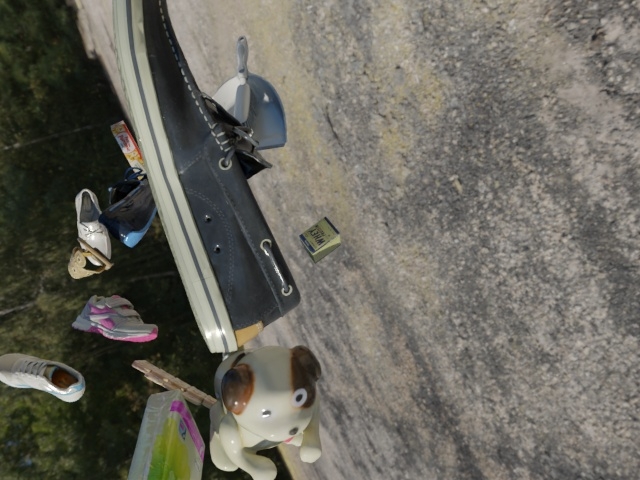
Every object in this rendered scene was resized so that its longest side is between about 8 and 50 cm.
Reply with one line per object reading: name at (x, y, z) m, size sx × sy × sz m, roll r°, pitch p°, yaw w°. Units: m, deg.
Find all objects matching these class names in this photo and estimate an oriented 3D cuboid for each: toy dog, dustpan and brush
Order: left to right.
dustpan and brush at (-0.132, -0.256, 0.861) m, size 0.060 × 0.147 × 0.211 m, roll 64°, pitch -158°, yaw -63°
toy dog at (-0.125, 0.380, 1.237) m, size 0.408 × 0.284 × 0.396 m, roll 128°, pitch 135°, yaw -64°

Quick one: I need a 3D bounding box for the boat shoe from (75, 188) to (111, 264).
boat shoe at (-0.817, -0.049, 1.778) m, size 0.096 × 0.098 × 0.277 m, roll -21°, pitch 85°, yaw 66°

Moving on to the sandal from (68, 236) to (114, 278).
sandal at (-0.535, 0.057, 1.147) m, size 0.088 × 0.079 × 0.240 m, roll 43°, pitch 164°, yaw -6°

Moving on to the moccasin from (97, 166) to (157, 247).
moccasin at (-0.466, -0.115, 1.258) m, size 0.116 × 0.138 × 0.342 m, roll 35°, pitch -167°, yaw -23°

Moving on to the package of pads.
package of pads at (-0.367, 0.554, 1.213) m, size 0.297 × 0.101 × 0.229 m, roll -101°, pitch 0°, yaw -61°

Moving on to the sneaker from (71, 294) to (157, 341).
sneaker at (-0.552, 0.208, 1.357) m, size 0.103 × 0.252 × 0.111 m, roll 50°, pitch -129°, yaw -70°

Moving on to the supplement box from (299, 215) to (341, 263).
supplement box at (0.000, 0.000, 1.213) m, size 0.056 × 0.083 × 0.083 m, roll 50°, pitch 170°, yaw 19°

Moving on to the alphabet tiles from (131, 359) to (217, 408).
alphabet tiles at (-0.414, 0.425, 1.466) m, size 0.284 × 0.021 × 0.278 m, roll 28°, pitch 164°, yaw 0°

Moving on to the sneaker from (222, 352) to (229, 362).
sneaker at (-0.302, 0.446, 1.779) m, size 0.235 × 0.090 × 0.095 m, roll -1°, pitch 104°, yaw 62°

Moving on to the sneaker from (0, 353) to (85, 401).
sneaker at (-0.721, 0.340, 1.288) m, size 0.092 × 0.228 × 0.088 m, roll 124°, pitch 162°, yaw -46°

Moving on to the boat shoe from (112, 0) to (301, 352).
boat shoe at (-0.153, -0.104, 0.664) m, size 0.186 × 0.155 × 0.501 m, roll -179°, pitch 71°, yaw -72°

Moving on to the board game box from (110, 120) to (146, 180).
board game box at (-0.570, -0.262, 1.520) m, size 0.146 × 0.045 × 0.194 m, roll 37°, pitch 153°, yaw 61°
